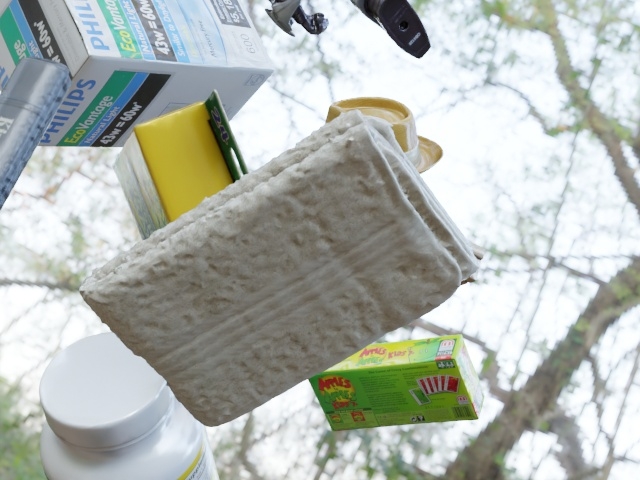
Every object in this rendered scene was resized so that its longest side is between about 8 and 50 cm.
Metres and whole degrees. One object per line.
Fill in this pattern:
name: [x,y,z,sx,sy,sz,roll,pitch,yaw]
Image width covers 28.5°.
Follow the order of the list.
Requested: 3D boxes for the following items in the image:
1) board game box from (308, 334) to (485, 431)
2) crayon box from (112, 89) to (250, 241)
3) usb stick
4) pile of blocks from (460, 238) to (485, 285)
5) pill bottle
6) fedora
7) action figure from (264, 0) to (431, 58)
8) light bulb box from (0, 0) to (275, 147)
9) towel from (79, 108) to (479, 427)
board game box: [0.084,0.163,1.429,0.181,0.043,0.092,-9,-58,25]
crayon box: [-0.137,-0.024,1.343,0.203,0.083,0.323,68,-16,0]
usb stick: [-0.391,-0.109,1.540,0.077,0.278,0.045,18,-26,9]
pile of blocks: [0.130,-0.003,2.054,0.149,0.112,0.362,-3,-32,36]
pill bottle: [-0.216,0.271,1.463,0.188,0.188,0.333,17,-43,27]
fedora: [0.065,-0.139,1.651,0.194,0.194,0.079,15,-59,31]
action figure: [0.024,-0.285,1.292,0.099,0.185,0.285,27,9,-36]
light bulb box: [-0.328,-0.347,1.998,0.361,0.357,0.225,-4,-31,-45]
towel: [-0.031,0.028,1.013,0.187,0.282,0.049,52,15,-32]
